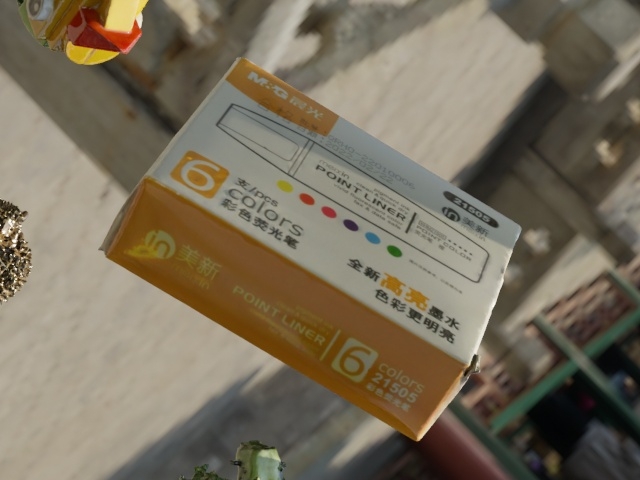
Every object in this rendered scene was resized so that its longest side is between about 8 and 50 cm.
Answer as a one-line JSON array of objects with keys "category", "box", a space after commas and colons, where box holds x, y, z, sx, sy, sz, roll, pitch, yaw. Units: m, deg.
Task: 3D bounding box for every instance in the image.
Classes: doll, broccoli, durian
[{"category": "doll", "box": [-0.121, -0.195, 0.955, 0.106, 0.134, 0.186, 3, 113, -42]}, {"category": "broccoli", "box": [-0.035, 0.176, 1.119, 0.097, 0.092, 0.095, -10, 160, 22]}, {"category": "durian", "box": [-0.251, 0.007, 1.268, 0.091, 0.080, 0.080, -41, 169, -36]}]

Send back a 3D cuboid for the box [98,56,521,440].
[{"category": "box", "box": [0.000, 0.000, 1.250, 0.091, 0.274, 0.220, -59, -177, 33]}]
